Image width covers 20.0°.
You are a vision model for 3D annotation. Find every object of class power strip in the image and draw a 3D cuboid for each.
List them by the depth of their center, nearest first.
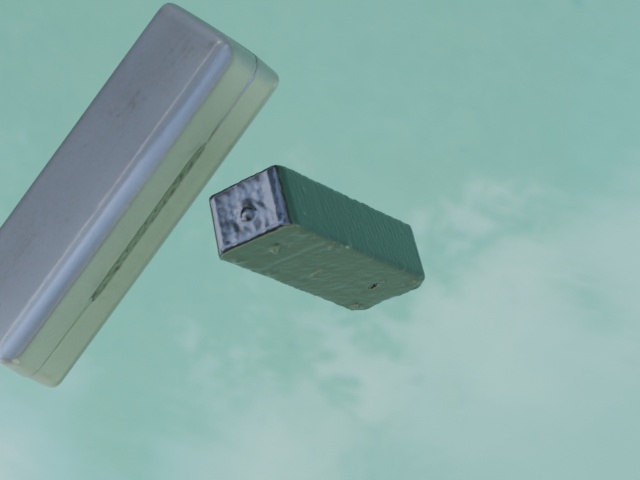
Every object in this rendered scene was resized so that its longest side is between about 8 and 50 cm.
[{"bbox_3d":[0.000,0.000,0.708,0.038,0.111,0.029,-24,66,24],"label":"power strip"}]

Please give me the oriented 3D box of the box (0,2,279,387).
[{"bbox_3d":[-0.130,-0.030,1.132,0.244,0.055,0.103,-54,40,1],"label":"box"}]
